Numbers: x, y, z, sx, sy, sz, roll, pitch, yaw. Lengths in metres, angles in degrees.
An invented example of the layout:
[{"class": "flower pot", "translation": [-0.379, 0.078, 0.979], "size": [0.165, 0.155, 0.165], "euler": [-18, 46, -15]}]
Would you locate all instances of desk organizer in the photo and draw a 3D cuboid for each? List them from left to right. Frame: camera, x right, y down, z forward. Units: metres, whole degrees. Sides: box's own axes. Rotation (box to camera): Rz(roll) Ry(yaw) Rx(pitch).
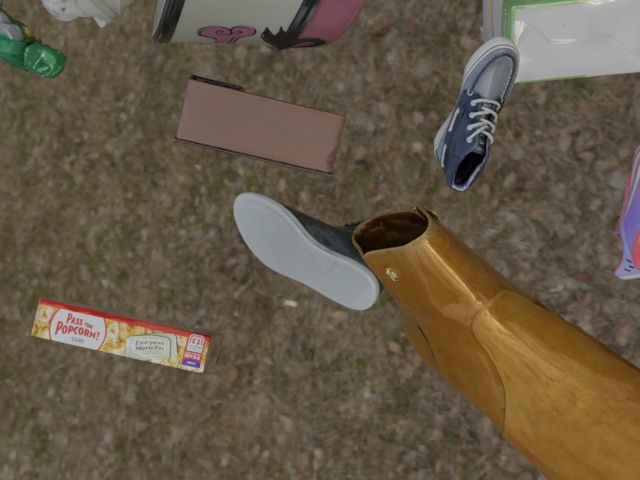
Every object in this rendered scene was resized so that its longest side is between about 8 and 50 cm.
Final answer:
[{"class": "desk organizer", "translation": [-0.048, -0.093, 0.737], "size": [0.047, 0.130, 0.050], "euler": [-108, 31, -75]}]

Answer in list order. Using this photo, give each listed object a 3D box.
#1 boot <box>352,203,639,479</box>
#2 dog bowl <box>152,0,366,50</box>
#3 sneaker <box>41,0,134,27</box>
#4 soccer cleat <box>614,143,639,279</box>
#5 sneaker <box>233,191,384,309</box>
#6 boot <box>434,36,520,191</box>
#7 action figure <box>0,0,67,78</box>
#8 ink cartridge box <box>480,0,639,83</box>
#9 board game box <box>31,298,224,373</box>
[{"class": "boot", "translation": [0.137, 0.073, 0.681], "size": [0.104, 0.211, 0.295], "euler": [-45, 24, -13]}, {"class": "dog bowl", "translation": [-0.015, -0.341, 0.747], "size": [0.408, 0.150, 0.408], "euler": [-166, 90, -75]}, {"class": "sneaker", "translation": [-0.386, -0.397, 1.356], "size": [0.152, 0.305, 0.114], "euler": [-44, 62, 19]}, {"class": "soccer cleat", "translation": [0.476, -0.051, 1.360], "size": [0.095, 0.083, 0.248], "euler": [-28, 38, 39]}, {"class": "sneaker", "translation": [0.000, 0.000, 1.506], "size": [0.295, 0.147, 0.105], "euler": [32, 122, 20]}, {"class": "boot", "translation": [0.203, -0.153, 1.146], "size": [0.086, 0.069, 0.190], "euler": [-99, 23, -47]}, {"class": "action figure", "translation": [-0.353, -0.235, 0.923], "size": [0.063, 0.232, 0.137], "euler": [-53, -3, -6]}, {"class": "ink cartridge box", "translation": [0.371, -0.360, 1.452], "size": [0.353, 0.207, 0.119], "euler": [-89, -6, -65]}, {"class": "board game box", "translation": [-0.216, 0.110, 1.064], "size": [0.147, 0.193, 0.045], "euler": [99, -177, -85]}]
